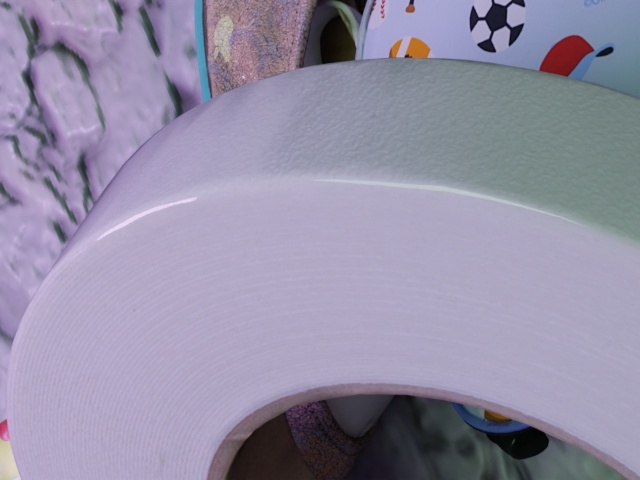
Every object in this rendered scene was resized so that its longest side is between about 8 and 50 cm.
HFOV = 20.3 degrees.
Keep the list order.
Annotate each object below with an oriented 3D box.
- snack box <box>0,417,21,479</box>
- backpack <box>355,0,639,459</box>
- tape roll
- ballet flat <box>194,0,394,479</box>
[{"bbox_3d":[-0.117,0.145,0.960,0.100,0.037,0.141,-34,69,24],"label":"snack box"},{"bbox_3d":[0.135,-0.066,0.753,0.276,0.213,0.263,-22,63,29],"label":"backpack"},{"bbox_3d":[0.063,0.105,0.695,0.392,0.392,0.072,-5,39,30],"label":"tape roll"},{"bbox_3d":[0.000,0.000,0.875,0.106,0.107,0.316,-9,81,22],"label":"ballet flat"}]
